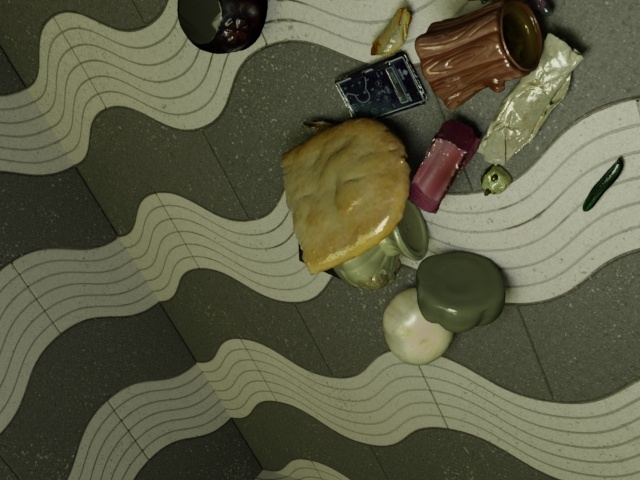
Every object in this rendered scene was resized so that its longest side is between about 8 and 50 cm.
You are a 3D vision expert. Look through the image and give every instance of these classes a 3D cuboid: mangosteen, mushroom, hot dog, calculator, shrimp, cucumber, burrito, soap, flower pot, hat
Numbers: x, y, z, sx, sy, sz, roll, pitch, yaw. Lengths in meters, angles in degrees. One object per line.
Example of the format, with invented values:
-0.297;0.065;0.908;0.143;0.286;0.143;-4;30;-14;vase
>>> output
-0.299;-0.684;1.960;0.288;0.233;0.287;19;129;26;mangosteen
0.321;0.281;2.291;0.254;0.234;0.260;21;101;-14;mushroom
0.196;-0.535;1.778;0.169;0.061;0.078;-44;48;50;hot dog
0.168;-0.424;1.929;0.274;0.028;0.165;-11;115;46;calculator
0.073;-0.292;2.114;0.296;0.058;0.169;19;136;25;shrimp
0.701;-0.133;1.696;0.033;0.036;0.184;43;143;17;cucumber
0.508;-0.327;1.669;0.117;0.076;0.392;37;140;10;burrito
0.327;-0.194;1.869;0.112;0.182;0.289;35;135;11;soap
0.179;-0.008;2.088;0.244;0.307;0.307;-19;109;34;flower pot
0.475;-0.160;1.860;0.076;0.059;0.077;41;137;-2;hat

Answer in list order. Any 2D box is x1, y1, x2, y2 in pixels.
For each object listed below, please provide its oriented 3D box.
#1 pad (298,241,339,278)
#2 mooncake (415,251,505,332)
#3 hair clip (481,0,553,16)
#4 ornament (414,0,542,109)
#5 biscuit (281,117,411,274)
0.000;0.000;2.468;0.202;0.005;0.299;23;136;25;pad
0.413;0.155;2.032;0.275;0.275;0.135;26;140;24;mooncake
0.432;-0.576;1.551;0.187;0.056;0.146;2;124;30;hair clip
0.370;-0.434;1.563;0.218;0.235;0.221;-8;79;50;ornament
0.062;-0.143;1.956;0.446;0.428;0.104;-21;151;36;biscuit
